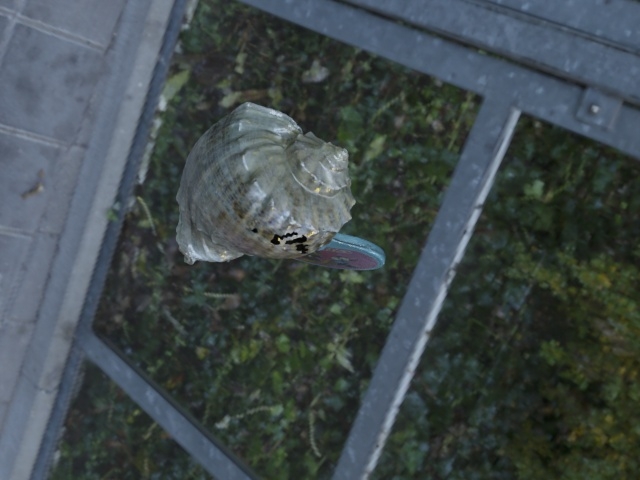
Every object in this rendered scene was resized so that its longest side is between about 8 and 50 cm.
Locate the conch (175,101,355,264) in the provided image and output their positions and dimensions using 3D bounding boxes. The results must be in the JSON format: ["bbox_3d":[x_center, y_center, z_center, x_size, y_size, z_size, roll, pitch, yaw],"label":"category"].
[{"bbox_3d":[-0.062,-0.048,0.813,0.207,0.155,0.130,-27,165,30],"label":"conch"}]

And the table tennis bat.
[{"bbox_3d":[0.000,0.000,1.020,0.244,0.153,0.040,59,40,-74],"label":"table tennis bat"}]
